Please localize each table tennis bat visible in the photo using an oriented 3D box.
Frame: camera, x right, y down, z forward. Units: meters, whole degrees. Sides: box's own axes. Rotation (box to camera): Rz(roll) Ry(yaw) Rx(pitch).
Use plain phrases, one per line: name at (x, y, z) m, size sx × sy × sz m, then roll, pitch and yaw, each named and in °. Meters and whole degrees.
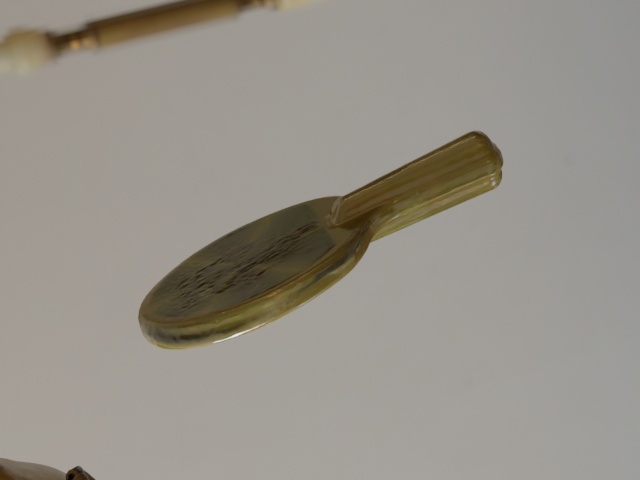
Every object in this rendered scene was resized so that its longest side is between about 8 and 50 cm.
table tennis bat at (0.000, 0.000, 1.500) m, size 0.050 × 0.320 × 0.198 m, roll 63°, pitch -179°, yaw -19°

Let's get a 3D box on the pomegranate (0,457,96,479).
pomegranate at (-0.319, 0.348, 1.830) m, size 0.307 × 0.307 × 0.307 m, roll 164°, pitch 90°, yaw -74°
